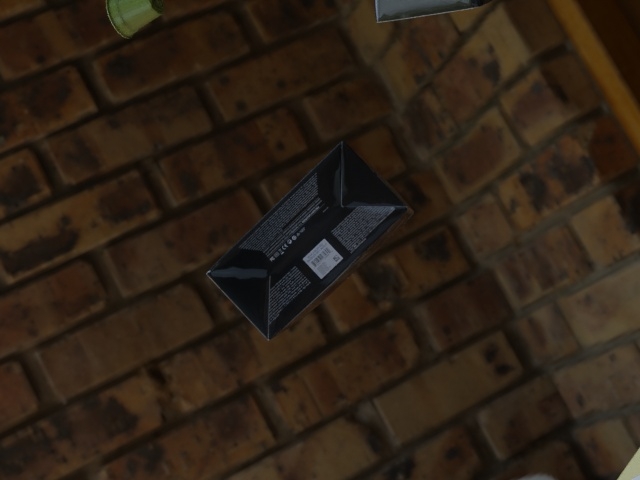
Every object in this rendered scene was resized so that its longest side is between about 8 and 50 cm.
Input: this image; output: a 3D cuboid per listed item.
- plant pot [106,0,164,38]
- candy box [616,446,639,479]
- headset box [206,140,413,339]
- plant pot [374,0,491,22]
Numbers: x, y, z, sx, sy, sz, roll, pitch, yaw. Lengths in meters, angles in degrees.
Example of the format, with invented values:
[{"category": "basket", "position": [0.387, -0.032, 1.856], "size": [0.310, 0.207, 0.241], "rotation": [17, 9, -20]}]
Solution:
[{"category": "plant pot", "position": [-0.322, -0.410, 1.930], "size": [0.079, 0.083, 0.083], "rotation": [-17, -3, 21]}, {"category": "candy box", "position": [0.388, 0.363, 1.303], "size": [0.183, 0.087, 0.316], "rotation": [26, -80, -49]}, {"category": "headset box", "position": [0.000, 0.000, 1.338], "size": [0.218, 0.110, 0.293], "rotation": [-44, -4, 6]}, {"category": "plant pot", "position": [0.188, -0.443, 1.647], "size": [0.187, 0.167, 0.188], "rotation": [1, 23, 39]}]
